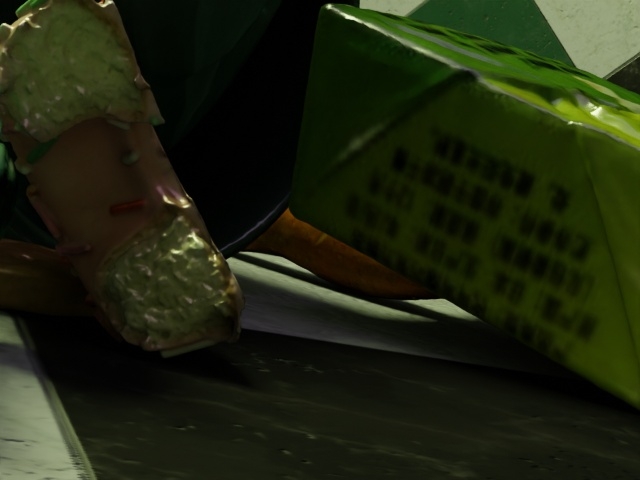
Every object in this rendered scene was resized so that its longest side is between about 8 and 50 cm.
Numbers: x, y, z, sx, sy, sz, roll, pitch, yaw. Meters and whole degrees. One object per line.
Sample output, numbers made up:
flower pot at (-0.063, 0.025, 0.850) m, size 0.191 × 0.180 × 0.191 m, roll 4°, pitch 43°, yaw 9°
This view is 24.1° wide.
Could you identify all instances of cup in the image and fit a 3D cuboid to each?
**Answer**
cup at (-0.226, -0.178, 0.896) m, size 0.392 × 0.310 × 0.401 m, roll 10°, pitch -30°, yaw 42°

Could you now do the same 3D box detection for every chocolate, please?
chocolate at (0.164, -0.017, 0.888) m, size 0.289 × 0.137 × 0.301 m, roll 29°, pitch 14°, yaw 29°

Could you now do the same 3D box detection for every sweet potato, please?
sweet potato at (0.001, -0.001, 1.022) m, size 0.265 × 0.057 × 0.057 m, roll 18°, pitch 8°, yaw 41°

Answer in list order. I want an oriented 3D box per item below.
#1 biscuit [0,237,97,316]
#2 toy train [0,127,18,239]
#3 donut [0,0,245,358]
biscuit at (-0.182, 0.006, 0.712) m, size 0.184 × 0.027 × 0.133 m, roll 13°, pitch 4°, yaw 17°
toy train at (-0.253, -0.035, 0.518) m, size 0.298 × 0.120 × 0.194 m, roll 10°, pitch 10°, yaw -15°
donut at (-0.095, -0.028, 0.650) m, size 0.065 × 0.166 × 0.117 m, roll -26°, pitch 11°, yaw -12°
